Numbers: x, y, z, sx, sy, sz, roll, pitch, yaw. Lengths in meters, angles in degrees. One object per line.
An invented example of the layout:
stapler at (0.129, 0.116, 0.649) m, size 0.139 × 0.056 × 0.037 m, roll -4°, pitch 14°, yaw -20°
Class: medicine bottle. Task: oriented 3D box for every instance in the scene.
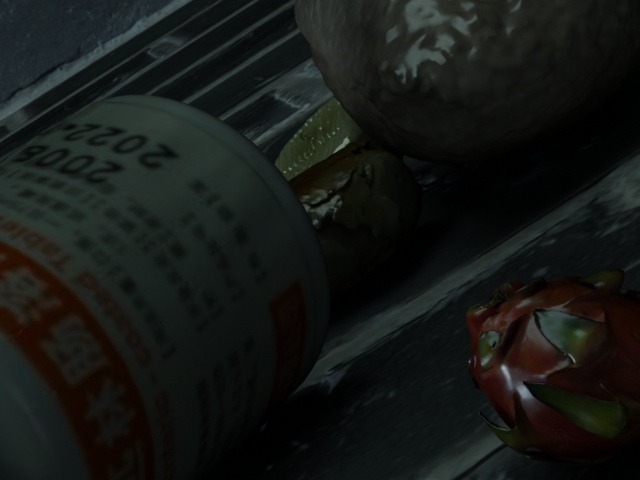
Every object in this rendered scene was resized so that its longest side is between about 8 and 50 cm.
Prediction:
medicine bottle at (-0.171, 0.084, 1.013) m, size 0.211 × 0.211 × 0.371 m, roll -20°, pitch 14°, yaw 41°

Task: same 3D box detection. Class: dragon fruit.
dragon fruit at (0.117, 0.054, 0.827) m, size 0.116 × 0.081 × 0.086 m, roll 5°, pitch 30°, yaw 28°

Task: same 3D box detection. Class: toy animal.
toy animal at (0.105, -0.161, 1.342) m, size 0.226 × 0.188 × 0.358 m, roll -25°, pitch 30°, yaw -6°

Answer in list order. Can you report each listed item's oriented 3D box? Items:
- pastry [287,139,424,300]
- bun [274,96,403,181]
pastry at (-0.003, -0.004, 1.283) m, size 0.153 × 0.081 × 0.153 m, roll -32°, pitch 16°, yaw 10°
bun at (0.016, -0.050, 1.434) m, size 0.115 × 0.069 × 0.115 m, roll -43°, pitch 23°, yaw 23°
